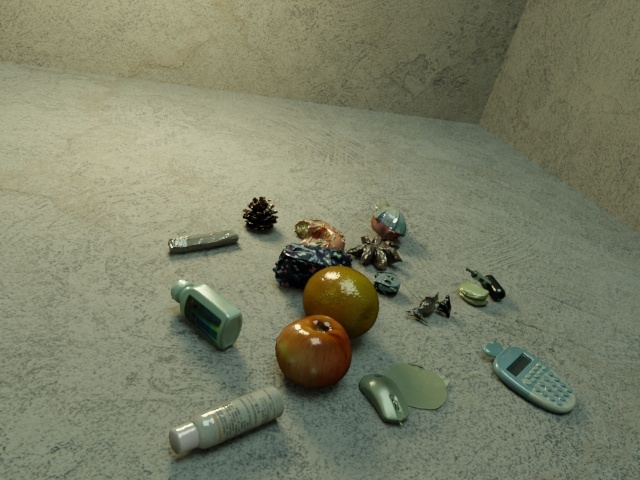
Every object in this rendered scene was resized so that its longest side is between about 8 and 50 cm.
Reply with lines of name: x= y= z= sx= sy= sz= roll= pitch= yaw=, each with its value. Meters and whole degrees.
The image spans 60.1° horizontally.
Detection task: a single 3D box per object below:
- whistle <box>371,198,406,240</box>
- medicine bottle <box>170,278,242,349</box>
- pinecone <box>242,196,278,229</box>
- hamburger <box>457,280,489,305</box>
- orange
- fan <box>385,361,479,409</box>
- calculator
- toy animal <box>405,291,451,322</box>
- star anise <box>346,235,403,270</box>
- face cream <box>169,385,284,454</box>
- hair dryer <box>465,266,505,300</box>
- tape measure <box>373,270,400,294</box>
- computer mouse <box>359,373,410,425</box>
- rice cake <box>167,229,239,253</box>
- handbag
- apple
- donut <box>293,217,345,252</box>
whistle: x=0.277 y=-0.095 z=2.329 sx=0.142 sy=0.133 sz=0.346 roll=9 pitch=20 yaw=-5
medicine bottle: x=-0.319 y=0.190 z=1.528 sx=0.229 sy=0.121 sz=0.083 roll=33 pitch=34 yaw=29
pinecone: x=-0.228 y=-0.103 z=2.085 sx=0.140 sy=0.120 sz=0.140 roll=7 pitch=24 yaw=-3
hamburger: x=0.549 y=0.193 z=2.023 sx=0.084 sy=0.054 sz=0.121 roll=-12 pitch=37 yaw=-34
orange: x=0.061 y=0.183 z=1.631 sx=0.236 sy=0.236 sz=0.236 roll=12 pitch=29 yaw=-7
fan: x=0.335 y=0.404 z=1.587 sx=0.310 sy=0.010 sz=0.182 roll=-3 pitch=34 yaw=-24
calculator: x=0.634 y=0.412 z=1.691 sx=0.303 sy=0.042 sz=0.188 roll=35 pitch=35 yaw=30
toy animal: x=0.366 y=0.227 z=1.879 sx=0.202 sy=0.070 sz=0.105 roll=-15 pitch=30 yaw=-35
star anise: x=0.219 y=0.044 z=2.095 sx=0.197 sy=0.073 sz=0.212 roll=23 pitch=32 yaw=18
face cream: x=-0.210 y=0.406 z=1.250 sx=0.269 sy=0.082 sz=0.082 roll=-10 pitch=38 yaw=-39
hair dryer: x=0.600 y=0.149 z=2.052 sx=0.198 sy=0.057 sz=0.100 roll=31 pitch=19 yaw=-29
tape measure: x=0.232 y=0.150 z=1.937 sx=0.094 sy=0.054 sz=0.091 roll=15 pitch=35 yaw=4
computer mouse: x=0.172 y=0.410 z=1.458 sx=0.089 sy=0.056 sz=0.181 roll=-6 pitch=36 yaw=-26
rice cake: x=-0.397 y=0.002 z=1.892 sx=0.270 sy=0.049 sz=0.055 roll=-13 pitch=62 yaw=-40
handbag: x=-0.023 y=0.092 z=1.814 sx=0.260 sy=0.162 sz=0.113 roll=8 pitch=44 yaw=-13
apple: x=-0.017 y=0.289 z=1.461 sx=0.210 sy=0.164 sz=0.209 roll=12 pitch=27 yaw=-6
donut: x=0.000 y=0.000 z=2.054 sx=0.199 sy=0.085 sz=0.233 roll=11 pitch=31 yaw=-11
